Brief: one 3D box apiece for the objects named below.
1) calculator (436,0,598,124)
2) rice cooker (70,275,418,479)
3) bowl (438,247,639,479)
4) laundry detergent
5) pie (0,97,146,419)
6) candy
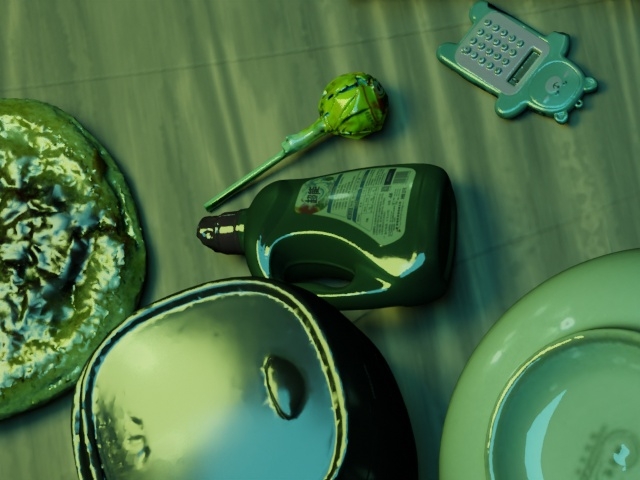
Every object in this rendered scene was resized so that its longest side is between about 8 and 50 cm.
[{"bbox_3d":[0.171,-0.151,1.690,0.141,0.019,0.094,35,82,24],"label":"calculator"},{"bbox_3d":[-0.058,0.163,1.544,0.267,0.224,0.267,-4,72,14],"label":"rice cooker"},{"bbox_3d":[0.229,0.159,1.381,0.354,0.185,0.353,-6,77,26],"label":"bowl"},{"bbox_3d":[0.000,0.000,1.651,0.222,0.078,0.144,-4,50,15],"label":"laundry detergent"},{"bbox_3d":[-0.301,0.020,1.751,0.323,0.070,0.323,-5,71,14],"label":"pie"},{"bbox_3d":[-0.024,-0.080,1.716,0.194,0.058,0.062,-35,25,12],"label":"candy"}]
